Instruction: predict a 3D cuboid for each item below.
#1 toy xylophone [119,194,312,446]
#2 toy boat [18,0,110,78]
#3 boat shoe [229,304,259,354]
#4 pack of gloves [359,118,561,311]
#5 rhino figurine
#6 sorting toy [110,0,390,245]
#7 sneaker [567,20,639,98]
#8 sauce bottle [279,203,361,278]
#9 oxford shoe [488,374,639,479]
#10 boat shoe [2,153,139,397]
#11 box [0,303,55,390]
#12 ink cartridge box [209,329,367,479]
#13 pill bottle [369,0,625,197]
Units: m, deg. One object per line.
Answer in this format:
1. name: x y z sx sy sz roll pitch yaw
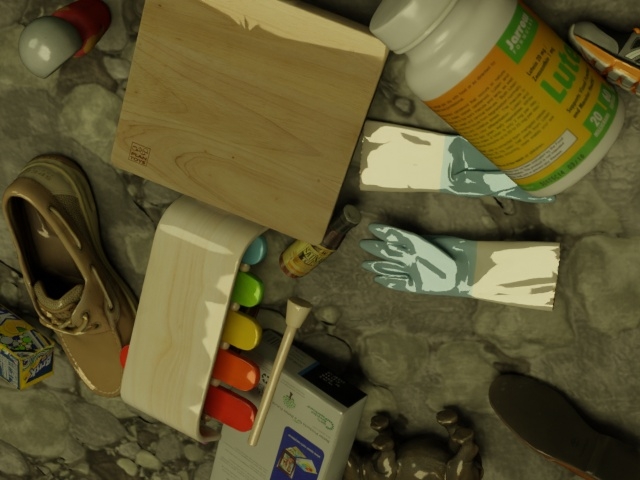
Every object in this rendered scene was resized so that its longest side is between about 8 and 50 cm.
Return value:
1. toy xylophone: -0.126 0.109 1.359 0.236 0.081 0.323 31 111 20
2. toy boat: -0.256 -0.329 1.183 0.267 0.148 0.318 14 120 8
3. boat shoe: -0.128 0.133 1.459 0.060 0.064 0.178 20 119 -35
4. pack of gloves: 0.159 -0.032 1.299 0.232 0.046 0.195 7 105 13
5. rhino figurine: 0.093 0.281 1.461 0.243 0.073 0.106 -8 120 23
6. sorting toy: -0.073 -0.161 1.257 0.257 0.089 0.255 22 121 4
7. sneaker: 0.350 -0.177 1.141 0.215 0.084 0.083 24 95 7
8. sauce bottle: 0.000 0.000 1.338 0.042 0.042 0.128 40 135 -8
9. oxford shoe: 0.289 0.241 1.389 0.212 0.076 0.076 36 162 7
10. boat shoe: -0.317 0.067 1.440 0.121 0.110 0.341 -8 115 20
11. box: -0.424 0.126 1.499 0.169 0.059 0.054 30 125 28
12. ink cartridge box: -0.056 0.293 1.487 0.165 0.065 0.333 32 124 24
13. pill bottle: 0.171 -0.166 1.135 0.245 0.136 0.136 39 122 -18
